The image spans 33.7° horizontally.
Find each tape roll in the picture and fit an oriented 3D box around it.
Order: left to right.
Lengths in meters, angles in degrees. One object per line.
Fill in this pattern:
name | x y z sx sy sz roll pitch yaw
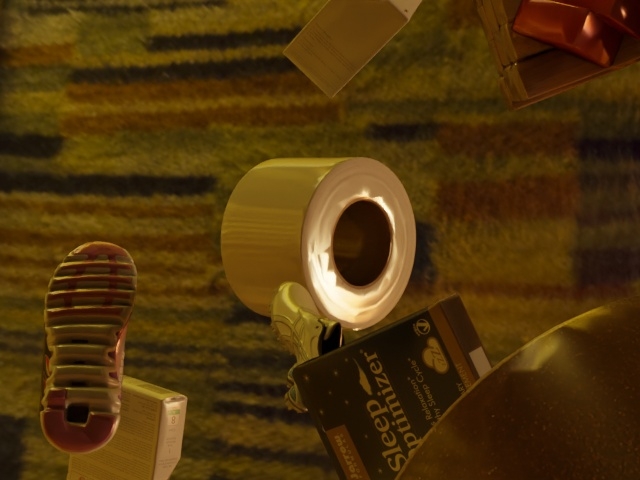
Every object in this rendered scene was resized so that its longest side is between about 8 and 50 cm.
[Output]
tape roll | 0.000 0.000 1.534 0.169 0.246 0.246 3 76 44

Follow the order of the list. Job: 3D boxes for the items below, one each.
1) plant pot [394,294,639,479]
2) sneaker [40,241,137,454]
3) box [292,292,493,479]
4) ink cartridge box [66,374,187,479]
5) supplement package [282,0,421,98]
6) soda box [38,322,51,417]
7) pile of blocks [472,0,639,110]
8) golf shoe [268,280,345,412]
plant pot | 0.156 0.166 0.350 0.215 0.215 0.230 -45 36 5
sneaker | -0.253 0.120 1.158 0.095 0.104 0.237 4 70 -4
box | 0.062 0.150 0.953 0.225 0.036 0.136 -30 84 42
ink cartridge box | -0.270 0.302 1.442 0.181 0.056 0.225 10 95 40
supplement package | 0.048 -0.319 1.570 0.105 0.105 0.179 44 123 -8
soda box | -0.325 0.178 1.367 0.053 0.060 0.169 52 139 41
pile of blocks | 0.259 -0.135 0.575 0.362 0.112 0.149 5 95 -2
golf shoe | -0.003 0.103 1.139 0.086 0.069 0.176 -48 42 32
